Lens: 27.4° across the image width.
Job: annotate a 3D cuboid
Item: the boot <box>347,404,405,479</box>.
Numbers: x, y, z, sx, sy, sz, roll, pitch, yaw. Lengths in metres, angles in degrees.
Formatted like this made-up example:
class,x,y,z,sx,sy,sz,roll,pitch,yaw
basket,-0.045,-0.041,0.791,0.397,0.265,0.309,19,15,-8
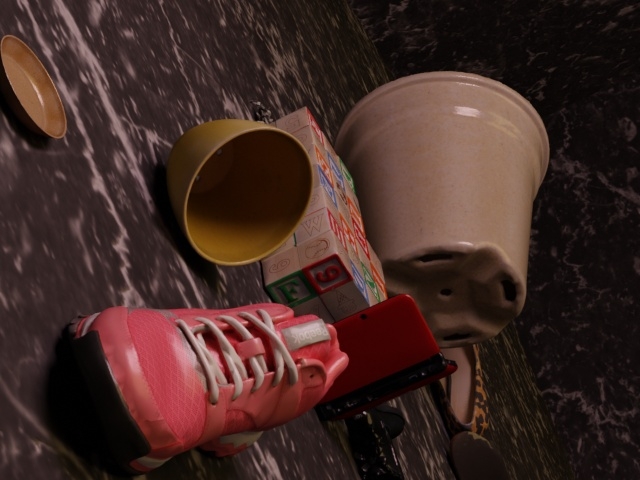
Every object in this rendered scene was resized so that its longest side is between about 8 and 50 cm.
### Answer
class,x,y,z,sx,sy,sz,roll,pitch,yaw
boot,0.071,0.231,1.460,0.121,0.045,0.099,35,28,-54

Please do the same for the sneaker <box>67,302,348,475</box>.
class,x,y,z,sx,sy,sz,roll,pitch,yaw
sneaker,-0.067,0.080,0.919,0.116,0.136,0.314,66,11,11

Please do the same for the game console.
class,x,y,z,sx,sy,sz,roll,pitch,yaw
game console,0.055,0.123,1.363,0.085,0.144,0.124,68,12,12

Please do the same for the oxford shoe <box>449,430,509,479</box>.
class,x,y,z,sx,sy,sz,roll,pitch,yaw
oxford shoe,0.241,0.358,1.959,0.212,0.076,0.076,56,-16,-28

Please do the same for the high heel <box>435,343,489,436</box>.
class,x,y,z,sx,sy,sz,roll,pitch,yaw
high heel,0.206,0.180,2.047,0.186,0.093,0.261,-10,84,-85

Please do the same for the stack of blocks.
class,x,y,z,sx,sy,sz,roll,pitch,yaw
stack of blocks,0.000,0.000,1.522,0.171,0.087,0.297,57,14,-36

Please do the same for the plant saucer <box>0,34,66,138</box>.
class,x,y,z,sx,sy,sz,roll,pitch,yaw
plant saucer,-0.215,-0.109,0.960,0.083,0.015,0.083,60,13,-23

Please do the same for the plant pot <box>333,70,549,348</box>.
class,x,y,z,sx,sy,sz,roll,pitch,yaw
plant pot,0.179,-0.022,1.924,0.334,0.334,0.305,56,26,-39

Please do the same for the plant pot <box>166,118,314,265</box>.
class,x,y,z,sx,sy,sz,roll,pitch,yaw
plant pot,-0.088,-0.056,1.196,0.095,0.134,0.134,37,-13,47

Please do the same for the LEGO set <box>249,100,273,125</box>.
class,x,y,z,sx,sy,sz,roll,pitch,yaw
LEGO set,-0.065,-0.146,1.702,0.083,0.023,0.054,62,11,-14
